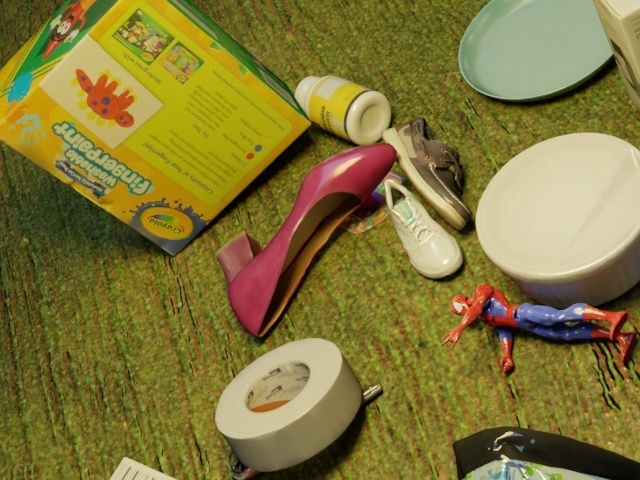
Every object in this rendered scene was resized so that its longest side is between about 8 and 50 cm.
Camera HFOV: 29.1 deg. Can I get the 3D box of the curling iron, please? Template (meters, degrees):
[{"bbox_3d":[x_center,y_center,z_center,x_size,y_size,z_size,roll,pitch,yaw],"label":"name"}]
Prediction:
[{"bbox_3d":[-0.028,0.289,1.888,0.274,0.035,0.068,-31,42,7],"label":"curling iron"}]

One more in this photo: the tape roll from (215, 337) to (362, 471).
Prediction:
[{"bbox_3d":[-0.049,0.246,1.869,0.219,0.072,0.219,-24,25,12],"label":"tape roll"}]

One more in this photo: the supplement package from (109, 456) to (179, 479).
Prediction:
[{"bbox_3d":[-0.206,0.460,1.685,0.145,0.262,0.204,12,61,41],"label":"supplement package"}]

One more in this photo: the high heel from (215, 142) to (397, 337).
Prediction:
[{"bbox_3d":[0.000,0.000,2.056,0.377,0.127,0.181,-39,55,18],"label":"high heel"}]

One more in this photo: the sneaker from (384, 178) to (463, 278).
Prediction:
[{"bbox_3d":[0.154,-0.023,2.001,0.080,0.094,0.212,-35,42,0],"label":"sneaker"}]

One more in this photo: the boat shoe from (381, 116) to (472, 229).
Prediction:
[{"bbox_3d":[0.190,-0.124,2.064,0.092,0.103,0.285,-38,36,6],"label":"boat shoe"}]

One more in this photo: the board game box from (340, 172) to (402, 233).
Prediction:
[{"bbox_3d":[0.062,-0.086,2.164,0.133,0.033,0.169,-49,44,-12],"label":"board game box"}]

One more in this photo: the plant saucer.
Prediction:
[{"bbox_3d":[0.398,-0.355,2.172,0.318,0.043,0.317,-19,45,20],"label":"plant saucer"}]

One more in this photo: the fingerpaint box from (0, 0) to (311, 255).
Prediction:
[{"bbox_3d":[-0.305,-0.237,2.190,0.371,0.445,0.163,-44,40,12],"label":"fingerpaint box"}]

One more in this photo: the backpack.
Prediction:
[{"bbox_3d":[0.296,0.409,1.393,0.273,0.290,0.355,-34,39,58],"label":"backpack"}]

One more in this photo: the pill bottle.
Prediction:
[{"bbox_3d":[0.037,-0.245,2.270,0.103,0.103,0.184,-49,43,-13],"label":"pill bottle"}]

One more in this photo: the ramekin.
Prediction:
[{"bbox_3d":[0.377,-0.019,1.824,0.273,0.127,0.273,-19,44,19],"label":"ramekin"}]

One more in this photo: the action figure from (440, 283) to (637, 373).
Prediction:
[{"bbox_3d":[0.291,0.141,1.766,0.280,0.091,0.139,13,60,39],"label":"action figure"}]

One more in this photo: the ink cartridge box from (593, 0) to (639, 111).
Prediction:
[{"bbox_3d":[0.551,-0.318,1.856,0.211,0.289,0.121,-31,45,7],"label":"ink cartridge box"}]
